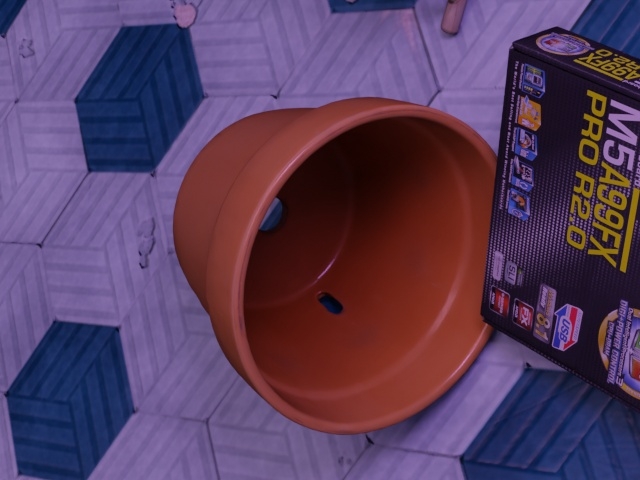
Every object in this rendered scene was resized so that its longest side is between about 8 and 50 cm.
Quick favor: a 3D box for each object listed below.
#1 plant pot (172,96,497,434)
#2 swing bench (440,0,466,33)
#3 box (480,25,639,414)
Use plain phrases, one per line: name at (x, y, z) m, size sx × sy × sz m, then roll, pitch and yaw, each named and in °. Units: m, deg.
plant pot at (0.000, 0.000, 1.238) m, size 0.203 × 0.291 × 0.290 m, roll 28°, pitch 94°, yaw 52°
swing bench at (0.055, -0.375, 1.357) m, size 0.253 × 0.165 × 0.254 m, roll 27°, pitch 92°, yaw 36°
box at (0.236, -0.010, 1.105) m, size 0.216 × 0.060 × 0.270 m, roll 32°, pitch 133°, yaw 39°
